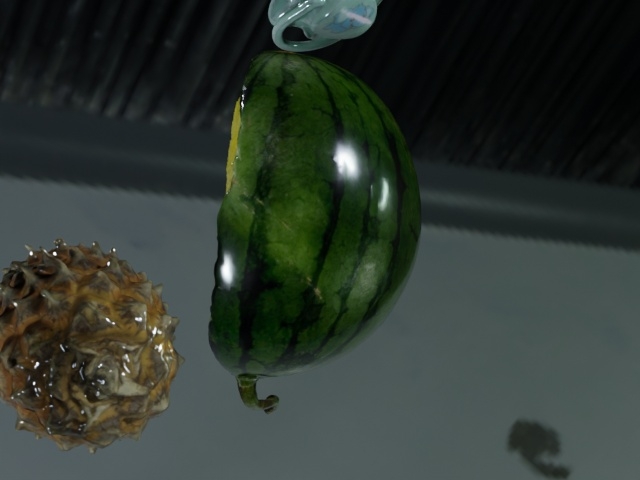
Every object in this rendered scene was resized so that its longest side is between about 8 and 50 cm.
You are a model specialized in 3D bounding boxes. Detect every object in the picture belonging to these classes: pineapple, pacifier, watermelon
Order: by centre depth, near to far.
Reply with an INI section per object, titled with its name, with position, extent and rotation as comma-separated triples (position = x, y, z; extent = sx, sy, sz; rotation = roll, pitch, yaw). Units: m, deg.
[watermelon]
position = 0.000, -0.008, 1.066
extent = 0.127, 0.204, 0.232
rotation = 3, 79, 8
[pineapple]
position = -0.194, 0.075, 1.316
extent = 0.166, 0.166, 0.193
rotation = 10, 11, -22
[pacifier]
position = -0.006, -0.246, 1.604
extent = 0.150, 0.127, 0.116
rotation = -1, 51, -55
